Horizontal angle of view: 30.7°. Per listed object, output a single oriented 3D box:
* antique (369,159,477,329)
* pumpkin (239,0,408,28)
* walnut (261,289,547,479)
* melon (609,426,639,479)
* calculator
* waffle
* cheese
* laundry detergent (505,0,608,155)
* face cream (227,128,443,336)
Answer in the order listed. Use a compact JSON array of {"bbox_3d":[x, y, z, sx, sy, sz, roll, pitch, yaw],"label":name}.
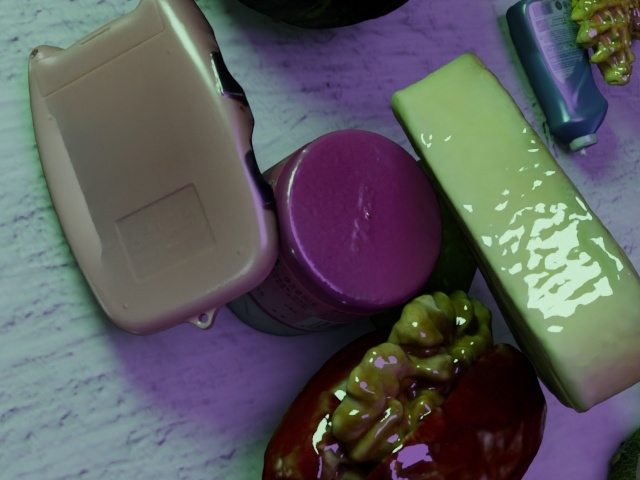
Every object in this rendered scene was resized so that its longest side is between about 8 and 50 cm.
[{"bbox_3d":[0.125,0.010,1.280,0.081,0.080,0.221,30,64,-20],"label":"antique"},{"bbox_3d":[0.001,-0.383,1.227,0.323,0.241,0.323,9,72,-30],"label":"pumpkin"},{"bbox_3d":[0.083,0.174,1.110,0.221,0.244,0.269,28,37,23],"label":"walnut"},{"bbox_3d":[0.404,0.269,1.374,0.209,0.064,0.118,-28,90,-34],"label":"melon"},{"bbox_3d":[-0.159,-0.072,1.078,0.330,0.220,0.048,68,17,12],"label":"calculator"},{"bbox_3d":[0.373,-0.279,1.475,0.149,0.051,0.194,46,42,-24],"label":"waffle"},{"bbox_3d":[0.222,0.038,1.140,0.104,0.384,0.384,-29,92,3],"label":"cheese"},{"bbox_3d":[0.300,-0.203,1.444,0.096,0.061,0.206,-14,83,-40],"label":"laundry detergent"},{"bbox_3d":[0.000,0.000,1.149,0.175,0.195,0.175,8,72,-27],"label":"face cream"}]
